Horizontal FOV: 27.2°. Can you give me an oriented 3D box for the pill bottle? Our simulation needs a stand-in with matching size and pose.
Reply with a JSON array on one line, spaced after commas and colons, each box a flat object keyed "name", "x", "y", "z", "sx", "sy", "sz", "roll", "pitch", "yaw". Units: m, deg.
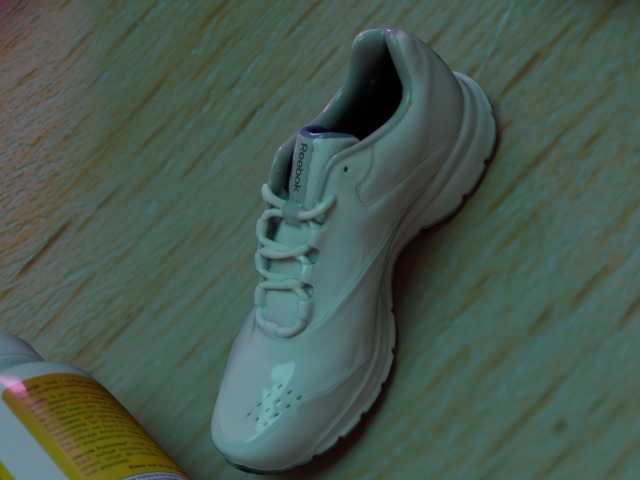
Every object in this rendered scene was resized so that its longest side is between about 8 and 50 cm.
[{"name": "pill bottle", "x": -0.165, "y": 0.162, "z": 0.831, "sx": 0.136, "sy": 0.136, "sz": 0.245, "roll": -51, "pitch": 50, "yaw": -2}]

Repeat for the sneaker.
[{"name": "sneaker", "x": 0.000, "y": 0.000, "z": 0.824, "sx": 0.111, "sy": 0.129, "sz": 0.297, "roll": 15, "pitch": 74, "yaw": 35}]
